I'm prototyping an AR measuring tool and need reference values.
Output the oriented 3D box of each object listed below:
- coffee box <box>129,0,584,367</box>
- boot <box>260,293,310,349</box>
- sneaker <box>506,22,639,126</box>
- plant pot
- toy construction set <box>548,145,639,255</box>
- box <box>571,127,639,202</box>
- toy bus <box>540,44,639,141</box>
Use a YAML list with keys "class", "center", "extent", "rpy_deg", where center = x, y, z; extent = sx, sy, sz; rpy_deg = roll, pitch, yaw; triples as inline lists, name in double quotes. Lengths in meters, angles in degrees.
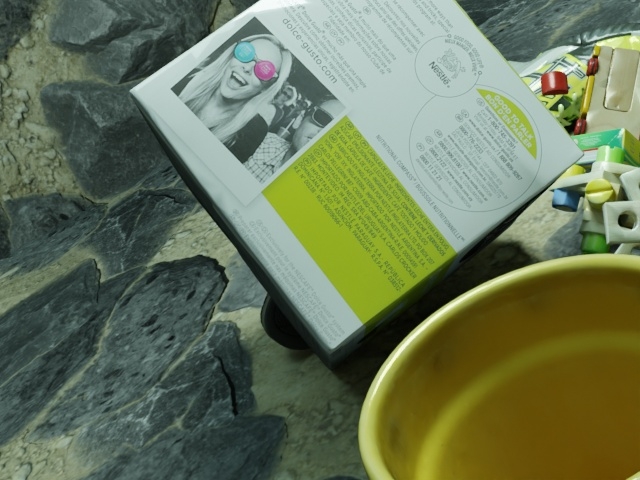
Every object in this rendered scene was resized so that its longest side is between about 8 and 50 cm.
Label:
- class: "coffee box"
  center: [0.040, -0.086, 0.984]
  extent: [0.334, 0.338, 0.337]
  rpy_deg: [-37, -9, -7]
- class: "boot"
  center: [0.000, 0.000, 1.301]
  extent: [0.377, 0.138, 0.284]
  rpy_deg: [-57, 21, -16]
- class: "sneaker"
  center: [0.391, -0.231, 1.359]
  extent: [0.385, 0.145, 0.147]
  rpy_deg: [-16, 57, 24]
- class: "plant pot"
  center: [0.190, 0.176, 0.581]
  extent: [0.254, 0.239, 0.254]
  rpy_deg: [-26, 23, 12]
- class: "toy construction set"
  center: [0.348, -0.035, 0.815]
  extent: [0.215, 0.151, 0.328]
  rpy_deg: [15, 6, 9]
- class: "box"
  center: [0.365, -0.080, 1.029]
  extent: [0.105, 0.179, 0.043]
  rpy_deg: [-5, 71, 45]
- class: "toy bus"
  center: [0.421, -0.178, 1.199]
  extent: [0.202, 0.191, 0.104]
  rpy_deg: [-30, -20, -2]
